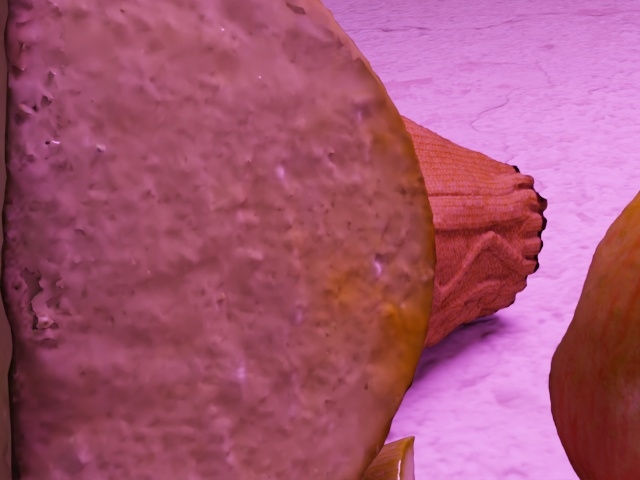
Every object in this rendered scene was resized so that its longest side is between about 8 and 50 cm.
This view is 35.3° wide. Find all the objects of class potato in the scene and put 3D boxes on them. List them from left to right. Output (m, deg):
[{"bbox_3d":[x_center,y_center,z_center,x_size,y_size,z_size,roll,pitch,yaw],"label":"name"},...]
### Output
[{"bbox_3d":[-0.115,0.035,0.499,0.212,0.330,0.280,-6,6,-43],"label":"potato"}]

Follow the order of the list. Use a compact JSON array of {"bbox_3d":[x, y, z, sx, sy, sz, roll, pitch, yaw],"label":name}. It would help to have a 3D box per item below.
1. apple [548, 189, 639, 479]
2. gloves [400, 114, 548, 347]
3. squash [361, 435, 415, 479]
[{"bbox_3d":[0.246,0.050,0.529,0.246,0.226,0.246,-3,22,1],"label":"apple"},{"bbox_3d":[0.013,0.009,0.700,0.356,0.203,0.155,-1,40,-32],"label":"gloves"},{"bbox_3d":[-0.033,0.162,0.528,0.200,0.075,0.090,-17,51,24],"label":"squash"}]
